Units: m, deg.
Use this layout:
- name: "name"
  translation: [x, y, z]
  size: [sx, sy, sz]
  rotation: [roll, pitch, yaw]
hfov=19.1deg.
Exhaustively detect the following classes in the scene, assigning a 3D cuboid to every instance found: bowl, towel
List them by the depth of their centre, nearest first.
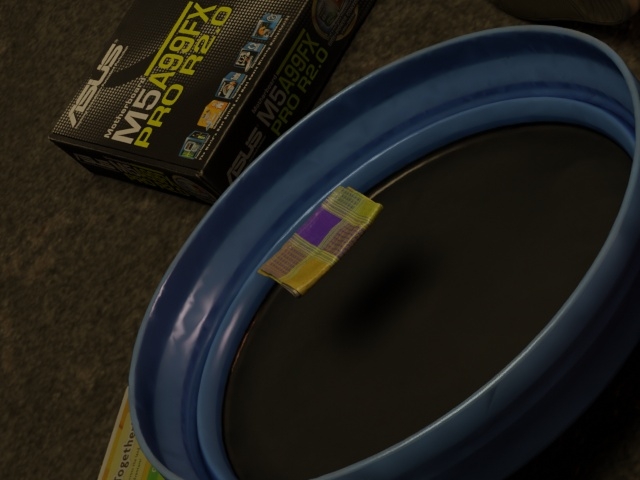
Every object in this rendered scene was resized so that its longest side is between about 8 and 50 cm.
- name: "bowl"
  translation: [0.052, 0.026, 1.217]
  size: [0.391, 0.077, 0.391]
  rotation: [-28, 33, 20]
- name: "towel"
  translation: [0.000, 0.000, 1.223]
  size: [0.083, 0.009, 0.060]
  rotation: [-45, 30, -6]

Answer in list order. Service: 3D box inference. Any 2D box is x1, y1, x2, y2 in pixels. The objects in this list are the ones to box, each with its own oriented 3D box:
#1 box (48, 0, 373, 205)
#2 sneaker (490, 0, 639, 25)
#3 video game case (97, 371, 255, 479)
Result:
- name: "box"
  translation: [-0.078, -0.164, 1.548]
  size: [0.216, 0.060, 0.270]
  rotation: [17, 71, 48]
- name: "sneaker"
  translation: [0.186, -0.219, 1.354]
  size: [0.118, 0.083, 0.222]
  rotation: [-41, 34, -15]
- name: "video game case"
  translation: [-0.083, 0.194, 1.291]
  size: [0.206, 0.026, 0.227]
  rotation: [-9, 54, 38]
